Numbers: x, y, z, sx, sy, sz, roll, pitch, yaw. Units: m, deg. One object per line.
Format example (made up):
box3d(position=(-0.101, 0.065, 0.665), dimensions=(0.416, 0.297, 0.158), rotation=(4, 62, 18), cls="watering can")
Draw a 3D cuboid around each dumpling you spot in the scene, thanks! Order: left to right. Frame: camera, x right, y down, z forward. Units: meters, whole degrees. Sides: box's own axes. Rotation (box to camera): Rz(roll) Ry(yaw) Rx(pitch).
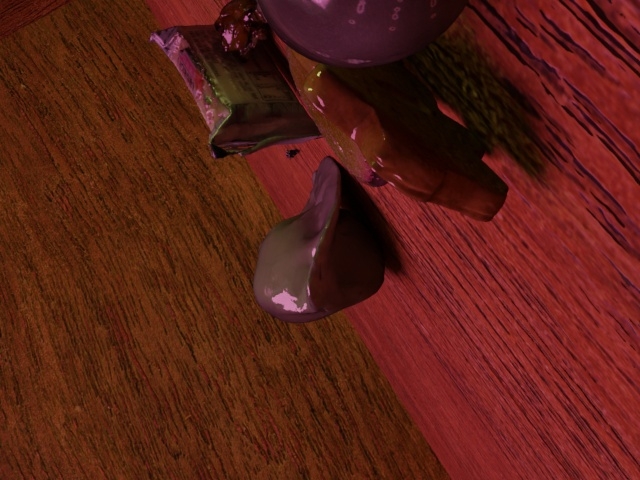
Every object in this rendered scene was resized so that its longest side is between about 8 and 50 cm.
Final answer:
box3d(position=(0.009, 0.027, 1.167), dimensions=(0.211, 0.270, 0.320), rotation=(38, 159, -26), cls="dumpling")

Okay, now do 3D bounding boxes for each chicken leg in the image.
box3d(position=(-0.102, -0.305, 0.985), dimensions=(0.178, 0.070, 0.093), rotation=(-168, 71, -66), cls="chicken leg")

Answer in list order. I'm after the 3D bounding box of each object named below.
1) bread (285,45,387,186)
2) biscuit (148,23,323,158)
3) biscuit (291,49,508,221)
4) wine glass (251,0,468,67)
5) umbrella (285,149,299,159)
box3d(position=(0.017, -0.160, 0.846), dimensions=(0.228, 0.033, 0.228), rotation=(56, 174, 9), cls="bread")
box3d(position=(-0.132, -0.238, 1.053), dimensions=(0.309, 0.186, 0.079), rotation=(58, 146, 31), cls="biscuit")
box3d(position=(0.046, -0.097, 0.503), dimensions=(0.166, 0.036, 0.225), rotation=(11, -143, -39), cls="biscuit")
box3d(position=(0.031, -0.151, 0.323), dimensions=(0.126, 0.126, 0.241), rotation=(60, 175, -10), cls="wine glass")
box3d(position=(-0.061, -0.185, 1.462), dimensions=(0.022, 0.022, 0.149), rotation=(17, 179, -8), cls="umbrella")
